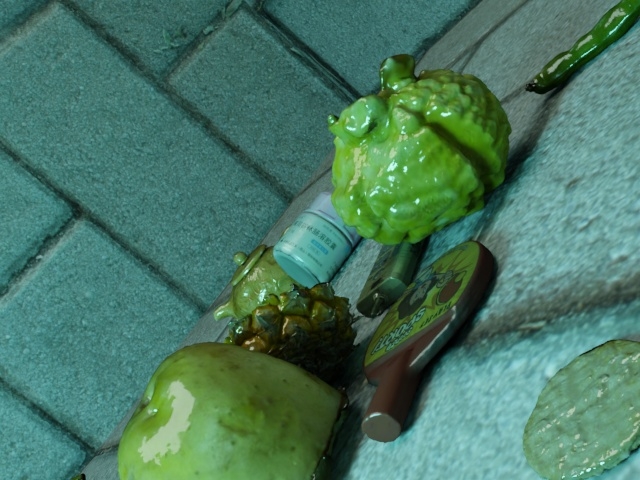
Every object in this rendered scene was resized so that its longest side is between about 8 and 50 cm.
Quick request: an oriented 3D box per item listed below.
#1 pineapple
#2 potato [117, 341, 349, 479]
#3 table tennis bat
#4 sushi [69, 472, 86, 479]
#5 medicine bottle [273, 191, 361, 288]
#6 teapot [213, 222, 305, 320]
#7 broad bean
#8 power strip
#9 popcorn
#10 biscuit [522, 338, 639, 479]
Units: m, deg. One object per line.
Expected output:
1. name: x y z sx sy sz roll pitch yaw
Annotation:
1. pineapple: -0.036 0.150 0.982 0.225 0.225 0.076 -47 49 10
2. potato: -0.110 0.233 0.822 0.285 0.242 0.242 -58 12 -30
3. table tennis bat: 0.113 0.106 0.841 0.200 0.038 0.310 -43 7 37
4. sushi: -0.311 0.440 1.020 0.167 0.179 0.296 -56 9 -9
5. medicine bottle: 0.000 0.000 1.502 0.168 0.135 0.135 -51 9 -19
6. teapot: -0.119 0.074 1.647 0.311 0.167 0.203 -48 9 5
7. broad bean: 0.405 -0.301 1.076 0.256 0.053 0.052 -43 49 38
8. power strip: 0.113 0.034 1.121 0.092 0.034 0.268 -42 11 37
9. popcorn: 0.135 -0.124 1.046 0.224 0.258 0.270 -104 19 -66
10. biscuit: 0.185 0.115 0.506 0.120 0.015 0.120 -47 10 11
